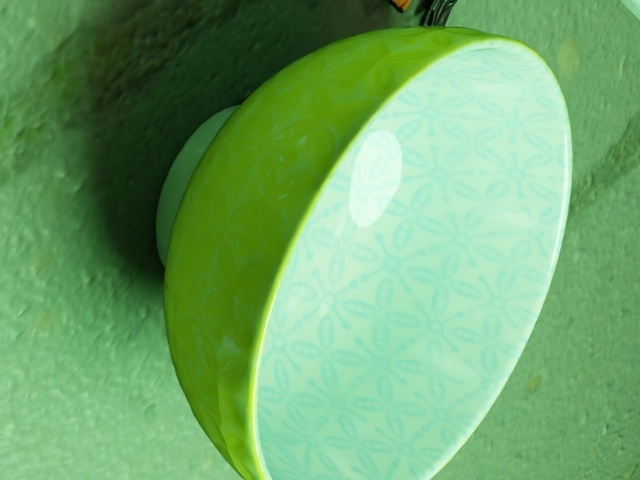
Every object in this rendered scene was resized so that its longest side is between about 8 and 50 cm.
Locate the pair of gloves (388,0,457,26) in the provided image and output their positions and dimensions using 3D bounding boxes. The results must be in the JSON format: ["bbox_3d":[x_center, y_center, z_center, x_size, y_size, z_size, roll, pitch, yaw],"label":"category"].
[{"bbox_3d":[0.072,-0.171,1.225,0.074,0.010,0.083,-64,151,-4],"label":"pair of gloves"}]

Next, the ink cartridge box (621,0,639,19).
[{"bbox_3d":[0.092,-0.293,0.890,0.166,0.285,0.395,-41,148,8],"label":"ink cartridge box"}]

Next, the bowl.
[{"bbox_3d":[0.000,0.000,1.097,0.289,0.156,0.289,-34,137,-40],"label":"bowl"}]
